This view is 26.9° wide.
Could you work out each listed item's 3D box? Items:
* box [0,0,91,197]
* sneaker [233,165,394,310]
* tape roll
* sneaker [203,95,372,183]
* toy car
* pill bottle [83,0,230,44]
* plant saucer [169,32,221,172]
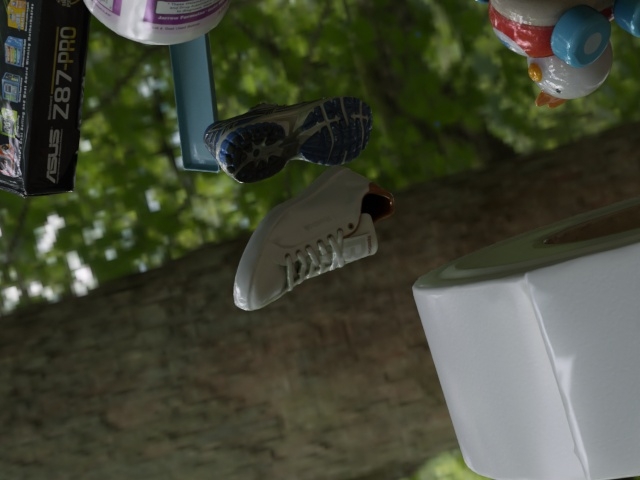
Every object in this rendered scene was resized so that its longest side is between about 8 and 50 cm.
[{"bbox_3d":[-0.428,-0.282,1.702,0.097,0.318,0.395,-9,-67,-50],"label":"box"},{"bbox_3d":[0.000,0.000,1.776,0.290,0.123,0.106,-47,-33,-38],"label":"sneaker"},{"bbox_3d":[0.192,0.027,0.676,0.286,0.286,0.100,-31,-76,-81],"label":"tape roll"},{"bbox_3d":[-0.023,-0.081,0.951,0.058,0.135,0.052,31,125,47],"label":"sneaker"},{"bbox_3d":[0.312,-0.257,1.749,0.219,0.210,0.238,43,149,38],"label":"toy car"},{"bbox_3d":[-0.149,-0.348,1.314,0.301,0.169,0.169,112,153,-56],"label":"pill bottle"},{"bbox_3d":[-0.158,-0.184,1.707,0.018,0.067,0.192,-20,-69,-47],"label":"plant saucer"}]
